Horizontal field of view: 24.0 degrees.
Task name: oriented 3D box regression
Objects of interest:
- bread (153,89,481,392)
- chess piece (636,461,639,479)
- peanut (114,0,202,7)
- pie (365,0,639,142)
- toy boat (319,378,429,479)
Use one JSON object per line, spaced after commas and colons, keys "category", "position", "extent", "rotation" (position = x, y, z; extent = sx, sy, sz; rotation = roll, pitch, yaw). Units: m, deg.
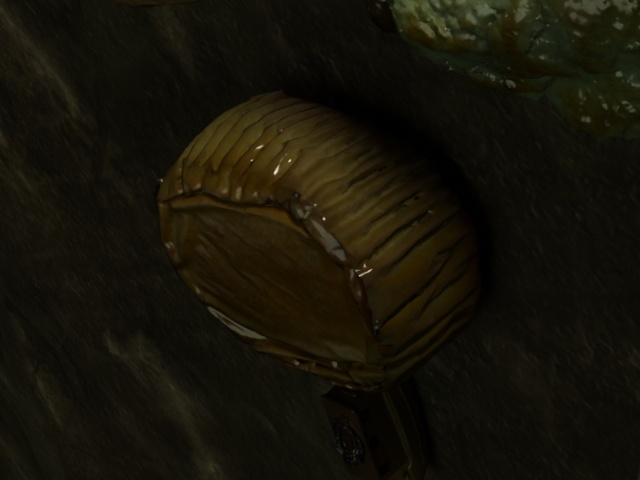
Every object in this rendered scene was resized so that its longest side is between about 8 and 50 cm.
{"category": "bread", "position": [0.000, 0.000, 1.182], "extent": [0.253, 0.142, 0.227], "rotation": [17, 134, 40]}
{"category": "chess piece", "position": [0.349, 0.161, 0.902], "extent": [0.298, 0.176, 0.176], "rotation": [18, 137, 25]}
{"category": "peanut", "position": [-0.084, -0.240, 1.074], "extent": [0.263, 0.117, 0.101], "rotation": [-31, 56, 56]}
{"category": "pie", "position": [0.131, -0.186, 0.844], "extent": [0.274, 0.105, 0.257], "rotation": [33, 136, 28]}
{"category": "toy boat", "position": [0.043, 0.149, 1.341], "extent": [0.057, 0.077, 0.201], "rotation": [18, 136, 45]}
